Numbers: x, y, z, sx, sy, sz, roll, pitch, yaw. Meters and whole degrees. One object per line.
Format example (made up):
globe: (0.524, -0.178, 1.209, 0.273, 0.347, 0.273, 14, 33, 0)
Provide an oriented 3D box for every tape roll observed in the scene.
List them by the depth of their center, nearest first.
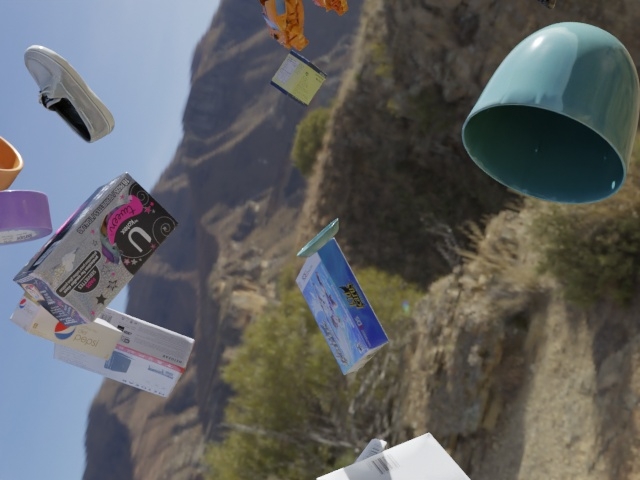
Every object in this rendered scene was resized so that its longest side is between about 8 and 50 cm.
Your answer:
tape roll: (-0.666, -0.044, 1.837, 0.189, 0.189, 0.080, 119, 140, -79)

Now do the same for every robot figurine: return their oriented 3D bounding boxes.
robot figurine: (-0.028, -0.440, 1.352, 0.211, 0.085, 0.291, -45, -21, -16)

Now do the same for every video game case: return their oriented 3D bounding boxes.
video game case: (0.043, 0.160, 2.040, 0.269, 0.061, 0.244, 62, 161, 14)

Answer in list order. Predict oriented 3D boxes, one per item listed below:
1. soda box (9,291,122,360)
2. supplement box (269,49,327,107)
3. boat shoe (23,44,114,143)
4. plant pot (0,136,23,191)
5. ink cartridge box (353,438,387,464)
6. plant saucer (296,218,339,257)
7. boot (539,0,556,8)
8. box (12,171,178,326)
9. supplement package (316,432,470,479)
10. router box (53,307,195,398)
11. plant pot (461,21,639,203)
soda box: (-0.505, 0.172, 1.745, 0.216, 0.074, 0.069, 33, -98, -50)
supplement box: (-0.045, -0.334, 1.807, 0.083, 0.056, 0.083, -55, -28, 8)
boat shoe: (-0.509, -0.286, 1.718, 0.079, 0.227, 0.081, -37, 10, 45)
plant pot: (-0.845, -0.151, 1.949, 0.203, 0.291, 0.291, -57, 6, 12)
ink cartridge box: (0.098, 0.597, 1.992, 0.206, 0.045, 0.208, -44, -44, -42)
plant saucer: (0.000, 0.000, 1.867, 0.119, 0.021, 0.119, -41, 4, 3)
boot: (0.192, -0.345, 1.036, 0.246, 0.207, 0.094, 31, 112, 44)
box: (-0.404, 0.021, 1.580, 0.247, 0.142, 0.163, -54, 21, -26)
supplement package: (0.143, 0.508, 1.594, 0.204, 0.262, 0.145, 46, 139, 41)
router box: (-0.518, 0.285, 2.275, 0.301, 0.335, 0.082, 124, 165, -60)
plant pot: (0.432, -0.242, 1.557, 0.235, 0.293, 0.293, -64, -1, -20)
